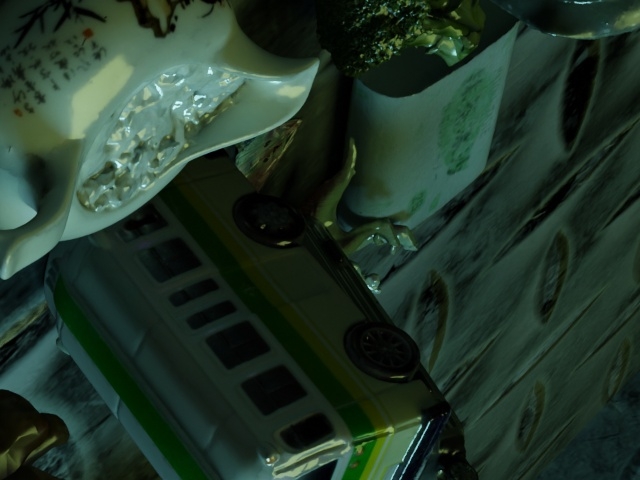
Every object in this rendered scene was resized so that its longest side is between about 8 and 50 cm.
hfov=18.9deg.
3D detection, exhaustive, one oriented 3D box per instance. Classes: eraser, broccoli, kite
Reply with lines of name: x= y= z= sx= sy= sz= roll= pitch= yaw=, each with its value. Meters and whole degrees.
eraser: x=0.094 y=-0.115 z=1.704 sx=0.174 sy=0.081 sz=0.227 roll=-34 pitch=155 yaw=-23
broccoli: x=0.057 y=-0.190 z=1.440 sx=0.146 sy=0.138 sz=0.162 roll=-51 pitch=-162 yaw=16
kite: x=-0.067 y=-0.052 z=1.585 sx=0.156 sy=0.011 sz=0.139 roll=-42 pitch=156 yaw=-23

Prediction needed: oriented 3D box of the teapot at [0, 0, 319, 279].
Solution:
teapot: x=-0.142 y=-0.075 z=1.183 sx=0.300 sy=0.166 sz=0.208 roll=-46 pitch=174 yaw=-42

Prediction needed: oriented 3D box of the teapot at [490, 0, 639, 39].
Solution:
teapot: x=0.185 y=-0.304 z=1.426 sx=0.223 sy=0.305 sz=0.285 roll=-14 pitch=149 yaw=-2

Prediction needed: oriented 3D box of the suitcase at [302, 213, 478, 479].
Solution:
suitcase: x=-0.010 y=0.141 z=1.602 sx=0.128 sy=0.312 sz=0.202 roll=-11 pitch=143 yaw=-35

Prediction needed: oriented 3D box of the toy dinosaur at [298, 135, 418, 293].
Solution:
toy dinosaur: x=0.000 y=0.000 z=1.705 sx=0.242 sy=0.167 sz=0.053 roll=78 pitch=10 yaw=-51

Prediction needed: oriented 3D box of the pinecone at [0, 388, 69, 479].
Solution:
pinecone: x=-0.283 y=0.225 z=1.149 sx=0.384 sy=0.384 sz=0.384 roll=-42 pitch=159 yaw=-21

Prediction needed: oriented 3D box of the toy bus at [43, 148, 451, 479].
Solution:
toy bus: x=-0.071 y=0.081 z=1.395 sx=0.179 sy=0.305 sz=0.143 roll=-16 pitch=143 yaw=-37
